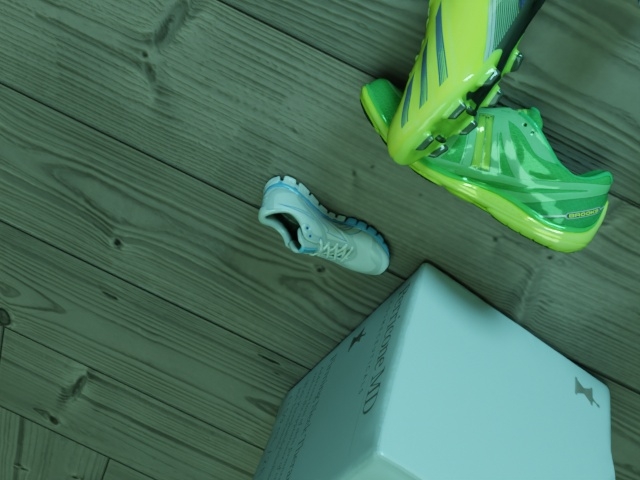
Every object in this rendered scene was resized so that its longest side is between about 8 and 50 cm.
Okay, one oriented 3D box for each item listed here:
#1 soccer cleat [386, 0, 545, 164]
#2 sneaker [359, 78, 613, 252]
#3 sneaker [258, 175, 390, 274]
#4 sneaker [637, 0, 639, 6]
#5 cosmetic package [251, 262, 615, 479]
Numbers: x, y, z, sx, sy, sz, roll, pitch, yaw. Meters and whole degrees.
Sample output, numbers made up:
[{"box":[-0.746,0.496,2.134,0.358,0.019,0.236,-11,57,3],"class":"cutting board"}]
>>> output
[{"box":[0.138,-0.206,0.725,0.121,0.093,0.289,39,111,18],"class":"soccer cleat"},{"box":[0.179,-0.102,0.832,0.295,0.109,0.123,30,102,1],"class":"sneaker"},{"box":[0.000,0.000,0.970,0.191,0.083,0.071,30,129,-7],"class":"sneaker"},{"box":[0.304,-0.301,0.640,0.081,0.080,0.211,18,121,14],"class":"sneaker"},{"box":[0.127,0.317,1.012,0.327,0.329,0.393,35,129,-8],"class":"cosmetic package"}]
